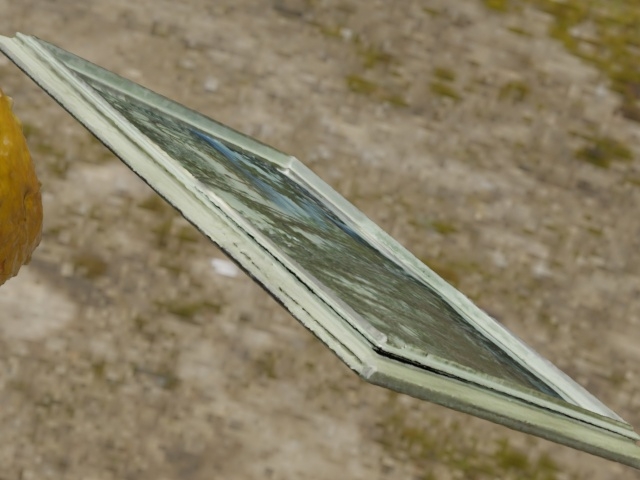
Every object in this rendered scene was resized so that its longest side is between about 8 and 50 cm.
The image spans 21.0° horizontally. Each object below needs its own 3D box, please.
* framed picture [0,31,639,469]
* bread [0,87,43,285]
[{"bbox_3d":[0.000,0.000,0.500,0.142,0.011,0.183,23,14,-50],"label":"framed picture"},{"bbox_3d":[-0.180,-0.022,0.550,0.187,0.065,0.103,12,31,19],"label":"bread"}]
